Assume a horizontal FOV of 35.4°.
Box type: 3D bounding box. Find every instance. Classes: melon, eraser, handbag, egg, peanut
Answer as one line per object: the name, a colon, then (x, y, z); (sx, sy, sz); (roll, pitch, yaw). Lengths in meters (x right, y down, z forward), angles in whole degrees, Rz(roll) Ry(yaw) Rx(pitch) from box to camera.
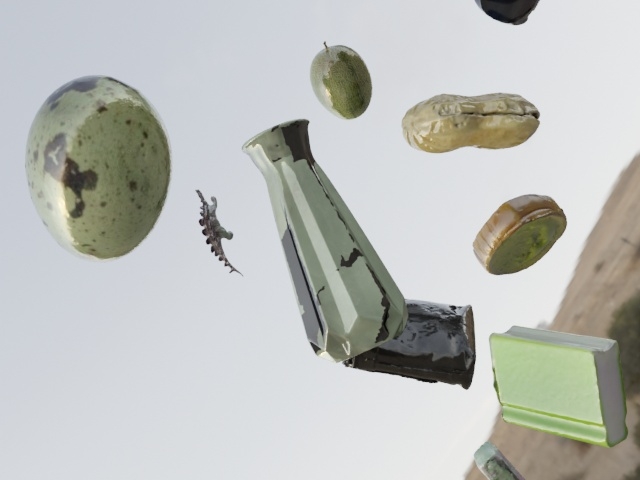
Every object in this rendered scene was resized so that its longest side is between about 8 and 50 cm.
melon: (0.046, -0.371, 2.310); (0.139, 0.139, 0.192); (-40, -66, -34)
eraser: (0.479, 0.291, 2.034); (0.092, 0.274, 0.210); (-16, -80, -36)
handbag: (0.153, 0.155, 1.702); (0.247, 0.222, 0.080); (-68, -12, -70)
egg: (-0.436, -0.139, 1.992); (0.287, 0.287, 0.380); (-33, -41, -44)
peanut: (0.315, -0.249, 2.106); (0.130, 0.290, 0.130); (-3, -90, -89)

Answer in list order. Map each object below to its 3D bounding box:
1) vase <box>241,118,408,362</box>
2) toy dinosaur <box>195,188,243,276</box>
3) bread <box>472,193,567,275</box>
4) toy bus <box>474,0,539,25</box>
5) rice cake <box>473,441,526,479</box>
vase: (0.000, 0.000, 1.529); (0.165, 0.360, 0.165); (-24, -5, -2)
toy dinosaur: (-0.218, -0.012, 2.107); (0.039, 0.209, 0.082); (-25, 4, 20)
bread: (0.460, -0.012, 2.315); (0.236, 0.070, 0.236); (-22, -32, -14)
toy bus: (0.411, -0.567, 1.920); (0.147, 0.127, 0.303); (-54, -9, -49)
rice cake: (0.250, 0.315, 1.229); (0.033, 0.033, 0.208); (-37, -60, 9)
